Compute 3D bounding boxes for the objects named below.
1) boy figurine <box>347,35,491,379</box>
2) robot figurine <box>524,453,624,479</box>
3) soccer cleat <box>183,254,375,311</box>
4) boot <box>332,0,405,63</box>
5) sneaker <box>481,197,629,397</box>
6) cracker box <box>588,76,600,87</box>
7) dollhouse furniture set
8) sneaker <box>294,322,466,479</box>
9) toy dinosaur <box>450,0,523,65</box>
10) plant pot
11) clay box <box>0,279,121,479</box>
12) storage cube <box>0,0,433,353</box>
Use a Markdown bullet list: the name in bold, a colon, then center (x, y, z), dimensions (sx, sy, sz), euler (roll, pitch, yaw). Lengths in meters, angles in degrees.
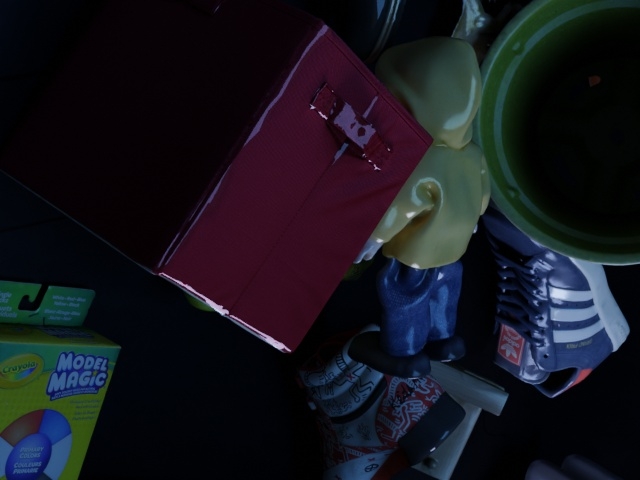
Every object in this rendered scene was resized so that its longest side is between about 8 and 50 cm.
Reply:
- **boy figurine**: center (0.080, -0.028, 1.075), dimensions (0.177, 0.092, 0.285), euler (-22, 119, -47)
- **robot figurine**: center (0.302, 0.463, 1.693), dimensions (0.300, 0.200, 0.353), euler (1, 109, -37)
- **soccer cleat**: center (0.001, 0.000, 1.127), dimensions (0.289, 0.093, 0.121), euler (-36, 120, -38)
- **boot**: center (-0.001, -0.238, 1.029), dimensions (0.137, 0.077, 0.197), euler (-13, 109, -41)
- **sneaker**: center (0.245, 0.075, 1.470), dimensions (0.148, 0.131, 0.350), euler (-47, 136, -5)
- **cracker box**: center (0.396, -0.287, 1.500), dimensions (0.232, 0.067, 0.155), euler (-49, 142, -23)
- **dollhouse furniture set**: center (0.112, 0.185, 1.334), dimensions (0.123, 0.144, 0.151), euler (-65, -171, -1)
- **sneaker**: center (0.031, 0.176, 1.278), dimensions (0.090, 0.145, 0.270), euler (-40, 173, -34)
- **toy dinosaur**: center (0.152, -0.213, 1.242), dimensions (0.093, 0.053, 0.183), euler (-34, 134, -35)
- **plant pot**: center (0.303, -0.116, 1.315), dimensions (0.254, 0.276, 0.276), euler (-4, 115, -77)
- **clay box**: center (-0.231, 0.142, 0.954), dimensions (0.127, 0.053, 0.222), euler (9, 103, -54)
- **storage cube**: center (-0.072, -0.063, 0.910), dimensions (0.193, 0.215, 0.184), euler (-56, 144, -3)
